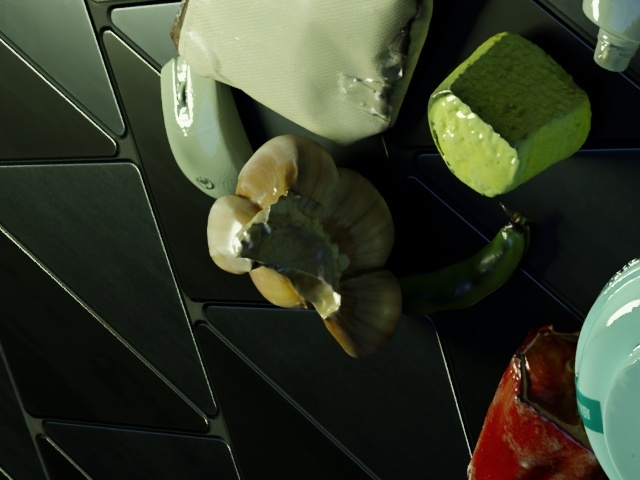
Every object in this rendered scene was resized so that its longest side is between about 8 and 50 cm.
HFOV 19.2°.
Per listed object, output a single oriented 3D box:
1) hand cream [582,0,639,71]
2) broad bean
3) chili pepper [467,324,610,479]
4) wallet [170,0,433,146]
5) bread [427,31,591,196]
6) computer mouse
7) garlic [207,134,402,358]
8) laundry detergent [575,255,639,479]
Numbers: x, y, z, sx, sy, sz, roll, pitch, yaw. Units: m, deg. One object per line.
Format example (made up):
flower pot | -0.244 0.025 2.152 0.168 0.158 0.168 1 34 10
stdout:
hand cream | 0.290 -0.287 1.522 0.124 0.078 0.341 34 125 23
broad bean | 0.137 0.030 1.853 0.069 0.039 0.227 49 135 -3
chili pepper | 0.225 0.201 1.850 0.144 0.136 0.253 4 144 -13
wallet | -0.020 -0.241 1.792 0.275 0.068 0.335 37 139 15
bread | 0.165 -0.108 1.693 0.129 0.114 0.111 40 141 18
computer mouse | -0.122 -0.116 1.971 0.089 0.056 0.182 -2 113 36
garlic | 0.000 0.000 1.868 0.214 0.160 0.191 32 -177 -15
laundry detergent | 0.373 0.092 1.498 0.287 0.305 0.287 21 128 30
